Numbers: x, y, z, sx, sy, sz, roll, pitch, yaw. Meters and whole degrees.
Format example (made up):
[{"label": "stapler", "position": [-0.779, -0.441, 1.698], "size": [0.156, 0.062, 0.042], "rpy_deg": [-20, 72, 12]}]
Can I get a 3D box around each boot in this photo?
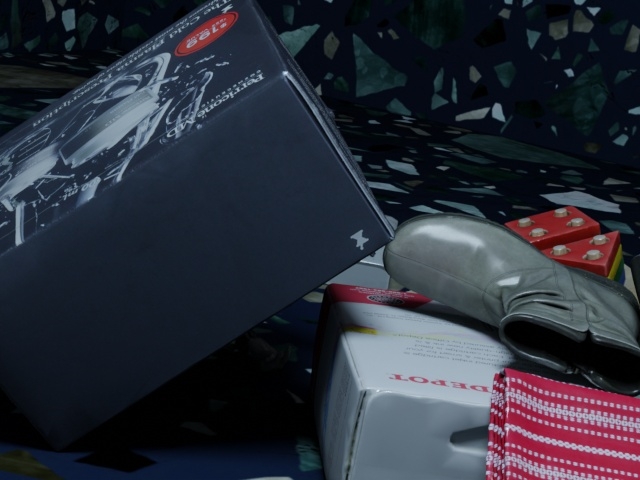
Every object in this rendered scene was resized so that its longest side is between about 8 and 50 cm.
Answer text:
[{"label": "boot", "position": [0.166, 0.050, 1.238], "size": [0.247, 0.083, 0.161], "rpy_deg": [19, 15, 6]}]

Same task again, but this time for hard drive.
[{"label": "hard drive", "position": [0.000, 0.000, 1.990], "size": [0.203, 0.040, 0.307], "rpy_deg": [10, 13, 3]}]

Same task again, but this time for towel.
[{"label": "towel", "position": [0.212, 0.209, 1.016], "size": [0.199, 0.031, 0.274], "rpy_deg": [13, 42, -3]}]

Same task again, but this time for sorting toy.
[{"label": "sorting toy", "position": [0.237, 0.048, 1.660], "size": [0.257, 0.089, 0.255], "rpy_deg": [-14, 18, -7]}]

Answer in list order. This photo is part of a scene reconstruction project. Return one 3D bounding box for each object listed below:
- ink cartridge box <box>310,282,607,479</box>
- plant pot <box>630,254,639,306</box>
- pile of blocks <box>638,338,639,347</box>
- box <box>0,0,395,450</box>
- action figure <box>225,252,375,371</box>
[{"label": "ink cartridge box", "position": [0.115, 0.147, 1.266], "size": [0.226, 0.131, 0.306], "rpy_deg": [9, 15, -6]}, {"label": "plant pot", "position": [0.373, 0.116, 1.214], "size": [0.188, 0.187, 0.167], "rpy_deg": [-11, 37, 20]}, {"label": "pile of blocks", "position": [0.425, 0.084, 1.776], "size": [0.149, 0.112, 0.362], "rpy_deg": [18, 16, 33]}, {"label": "box", "position": [-0.146, -0.037, 1.292], "size": [0.343, 0.179, 0.312], "rpy_deg": [-33, 26, 4]}, {"label": "action figure", "position": [-0.088, 0.053, 1.454], "size": [0.141, 0.276, 0.164], "rpy_deg": [61, 13, 26]}]
